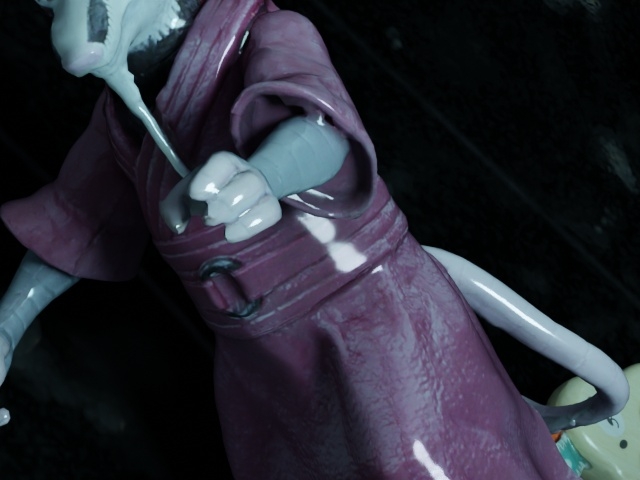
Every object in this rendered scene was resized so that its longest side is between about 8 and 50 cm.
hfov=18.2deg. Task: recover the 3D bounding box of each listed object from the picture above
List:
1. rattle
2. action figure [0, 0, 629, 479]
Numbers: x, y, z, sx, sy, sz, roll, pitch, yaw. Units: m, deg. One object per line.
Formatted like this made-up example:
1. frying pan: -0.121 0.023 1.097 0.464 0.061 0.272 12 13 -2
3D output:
1. rattle: 0.189 0.100 1.040 0.200 0.143 0.130 25 64 -30
2. action figure: 0.000 0.000 0.830 0.276 0.248 0.370 -39 110 -37
